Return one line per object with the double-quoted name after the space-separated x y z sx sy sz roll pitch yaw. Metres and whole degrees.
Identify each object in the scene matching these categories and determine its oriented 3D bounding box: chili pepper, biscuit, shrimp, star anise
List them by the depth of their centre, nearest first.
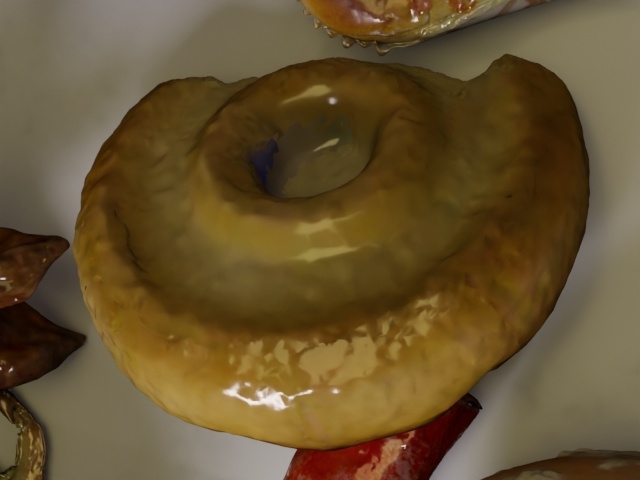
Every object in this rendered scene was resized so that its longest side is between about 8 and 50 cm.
0.000 -0.001 0.719 0.274 0.091 0.213 -4 54 12 "biscuit"
0.025 0.120 0.740 0.073 0.070 0.123 28 93 -13 "chili pepper"
-0.230 0.028 0.777 0.196 0.111 0.212 3 106 -5 "star anise"
-0.212 0.120 0.835 0.114 0.023 0.083 22 89 12 "shrimp"

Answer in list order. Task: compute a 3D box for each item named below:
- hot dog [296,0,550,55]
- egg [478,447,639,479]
0.103 -0.177 0.737 0.252 0.069 0.131 -11 82 15 "hot dog"
0.123 0.194 0.638 0.245 0.203 0.203 -1 86 16 "egg"
